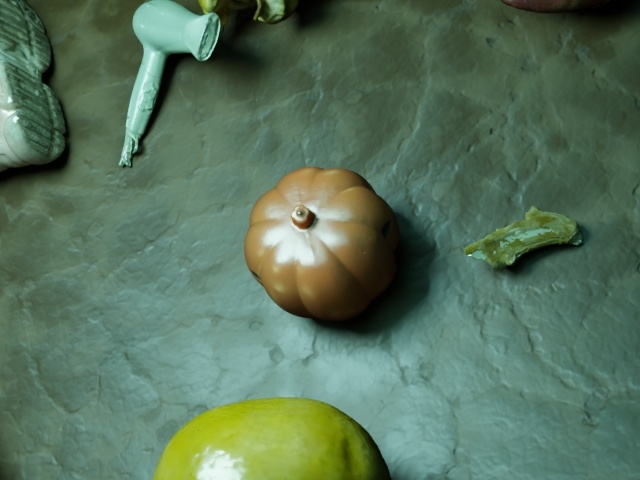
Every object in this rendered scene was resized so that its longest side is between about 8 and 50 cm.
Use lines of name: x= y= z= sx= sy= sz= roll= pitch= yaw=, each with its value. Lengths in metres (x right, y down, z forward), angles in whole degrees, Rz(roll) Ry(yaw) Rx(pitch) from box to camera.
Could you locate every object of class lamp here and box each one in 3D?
lamp: x=0.000 y=0.000 z=1.593 sx=0.187 sy=0.164 sz=0.188 roll=-8 pitch=63 yaw=16

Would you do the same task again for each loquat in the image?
loquat: x=-0.057 y=0.295 z=1.436 sx=0.274 sy=0.275 sz=0.275 roll=-8 pitch=65 yaw=17

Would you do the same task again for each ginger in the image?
ginger: x=0.237 y=-0.001 z=1.575 sx=0.137 sy=0.044 sz=0.057 roll=-21 pitch=32 yaw=5

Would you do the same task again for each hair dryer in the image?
hair dryer: x=-0.219 y=-0.206 z=1.799 sx=0.206 sy=0.075 sz=0.237 roll=30 pitch=101 yaw=59

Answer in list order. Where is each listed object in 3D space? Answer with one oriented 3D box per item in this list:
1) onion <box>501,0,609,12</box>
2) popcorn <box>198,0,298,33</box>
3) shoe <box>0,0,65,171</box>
onion: x=0.285 y=-0.379 z=1.655 sx=0.248 sy=0.161 sz=0.248 roll=-3 pitch=72 yaw=10
popcorn: x=-0.095 y=-0.398 z=1.797 sx=0.190 sy=0.191 sz=0.254 roll=-14 pitch=62 yaw=-20
shoe: x=-0.499 y=-0.236 z=1.880 sx=0.198 sy=0.172 sz=0.351 roll=-25 pitch=59 yaw=12
